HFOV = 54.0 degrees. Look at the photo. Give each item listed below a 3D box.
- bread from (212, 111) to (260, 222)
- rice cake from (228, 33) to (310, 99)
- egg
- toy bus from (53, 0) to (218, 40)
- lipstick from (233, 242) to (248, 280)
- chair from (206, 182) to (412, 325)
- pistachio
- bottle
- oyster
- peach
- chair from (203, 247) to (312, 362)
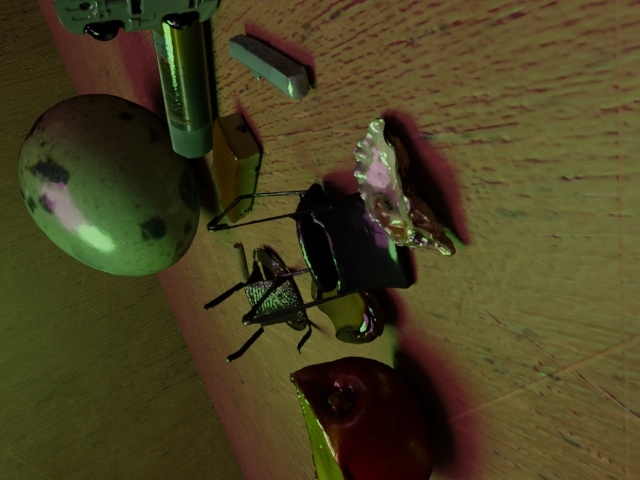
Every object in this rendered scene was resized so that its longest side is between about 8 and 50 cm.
[{"bbox_3d":[-0.145,-0.115,1.055,0.088,0.049,0.226,59,159,15],"label":"bread"},{"bbox_3d":[-0.065,-0.216,0.779,0.180,0.030,0.042,44,154,45],"label":"rice cake"},{"bbox_3d":[-0.436,-0.116,1.337,0.428,0.345,0.345,43,152,18],"label":"egg"},{"bbox_3d":[-0.248,-0.358,0.823,0.126,0.210,0.136,125,128,-67],"label":"toy bus"},{"bbox_3d":[-0.167,0.046,1.325,0.019,0.019,0.094,45,152,41],"label":"lipstick"},{"bbox_3d":[0.000,0.000,0.775,0.145,0.221,0.140,-57,-49,-63],"label":"chair"},{"bbox_3d":[0.042,0.091,0.841,0.173,0.049,0.089,25,113,62],"label":"pistachio"},{"bbox_3d":[-0.220,-0.258,1.024,0.082,0.082,0.286,53,155,28],"label":"bottle"},{"bbox_3d":[0.071,-0.055,0.616,0.146,0.045,0.121,45,156,57],"label":"oyster"},{"bbox_3d":[0.071,0.280,0.825,0.154,0.159,0.267,-127,23,-54],"label":"peach"},{"bbox_3d":[-0.091,0.110,1.131,0.213,0.149,0.174,-59,-50,-63],"label":"chair"}]
